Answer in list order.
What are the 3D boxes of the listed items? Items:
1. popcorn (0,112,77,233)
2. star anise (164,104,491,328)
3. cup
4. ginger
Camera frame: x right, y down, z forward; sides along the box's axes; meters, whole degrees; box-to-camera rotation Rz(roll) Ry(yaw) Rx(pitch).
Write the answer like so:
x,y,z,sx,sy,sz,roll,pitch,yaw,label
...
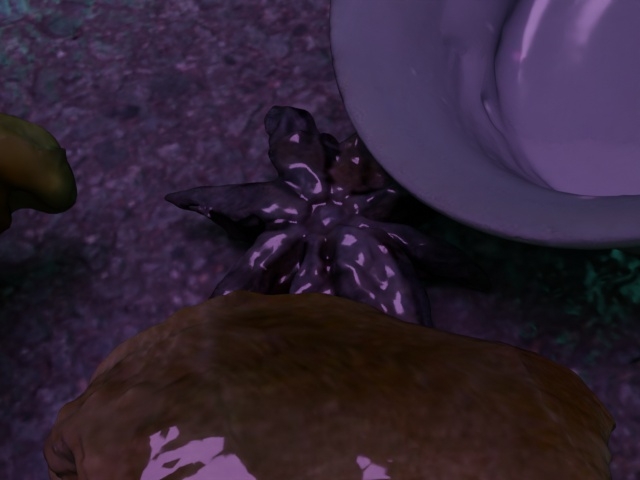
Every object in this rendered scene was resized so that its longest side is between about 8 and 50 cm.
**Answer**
x,y,z,sx,sy,sz,roll,pitch,yaw,label
-0.306,0.010,0.584,0.274,0.279,0.335,0,68,32,popcorn
0.000,0.000,0.658,0.181,0.061,0.204,-8,57,5,star anise
0.192,-0.130,0.615,0.347,0.163,0.347,-17,59,30,cup
0.020,0.120,0.505,0.276,0.130,0.221,-20,47,-26,ginger
